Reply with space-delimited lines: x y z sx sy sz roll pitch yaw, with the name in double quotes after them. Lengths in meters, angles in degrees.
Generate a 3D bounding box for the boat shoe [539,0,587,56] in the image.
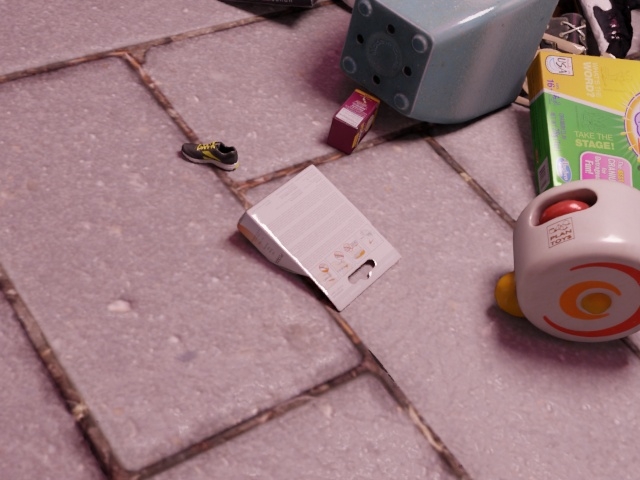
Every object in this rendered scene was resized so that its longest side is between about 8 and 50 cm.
0.422 -0.354 1.736 0.084 0.079 0.233 10 47 -7 "boat shoe"

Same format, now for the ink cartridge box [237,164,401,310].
0.000 0.000 1.334 0.179 0.045 0.145 47 51 5 "ink cartridge box"

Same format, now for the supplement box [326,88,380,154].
0.049 -0.177 1.489 0.043 0.055 0.083 28 48 11 "supplement box"

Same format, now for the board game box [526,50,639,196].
0.480 -0.157 1.520 0.316 0.064 0.242 4 65 -8 "board game box"

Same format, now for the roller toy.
0.340 0.032 1.270 0.209 0.191 0.146 11 47 -4 "roller toy"

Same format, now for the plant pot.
0.169 -0.322 1.518 0.247 0.248 0.252 39 49 22 "plant pot"

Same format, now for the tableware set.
0.419 -0.250 1.640 0.194 0.039 0.128 23 90 11 "tableware set"

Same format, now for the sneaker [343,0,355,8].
0.213 -0.452 1.723 0.365 0.150 0.135 7 45 -5 "sneaker"

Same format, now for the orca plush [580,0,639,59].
0.509 -0.403 1.729 0.151 0.102 0.287 52 27 -23 "orca plush"

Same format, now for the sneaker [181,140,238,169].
-0.153 -0.127 1.404 0.083 0.035 0.031 13 45 -1 "sneaker"

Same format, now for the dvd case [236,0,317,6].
-0.046 -0.471 1.723 0.179 0.030 0.239 9 42 23 "dvd case"
